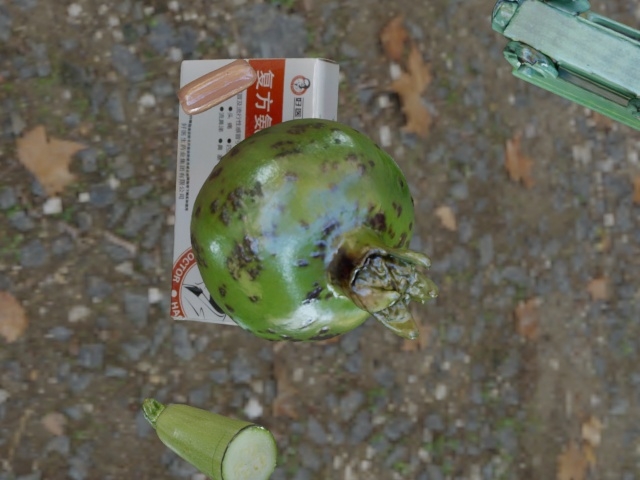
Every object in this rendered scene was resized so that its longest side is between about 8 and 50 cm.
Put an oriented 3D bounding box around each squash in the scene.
[{"bbox_3d":[-0.165,0.256,1.707,0.094,0.224,0.094,-19,118,-42],"label":"squash"}]

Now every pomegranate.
[{"bbox_3d":[0.000,0.000,1.156,0.211,0.263,0.211,-13,115,-30],"label":"pomegranate"}]

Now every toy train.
[{"bbox_3d":[0.345,-0.207,1.511,0.120,0.301,0.202,-65,161,5],"label":"toy train"}]

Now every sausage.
[{"bbox_3d":[-0.104,-0.154,1.292,0.083,0.034,0.034,-27,113,-5],"label":"sausage"}]

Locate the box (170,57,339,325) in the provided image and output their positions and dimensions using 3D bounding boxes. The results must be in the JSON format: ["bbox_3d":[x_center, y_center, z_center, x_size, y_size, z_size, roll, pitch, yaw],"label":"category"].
[{"bbox_3d":[-0.089,-0.063,1.702,0.069,0.214,0.353,-3,96,-61],"label":"box"}]
